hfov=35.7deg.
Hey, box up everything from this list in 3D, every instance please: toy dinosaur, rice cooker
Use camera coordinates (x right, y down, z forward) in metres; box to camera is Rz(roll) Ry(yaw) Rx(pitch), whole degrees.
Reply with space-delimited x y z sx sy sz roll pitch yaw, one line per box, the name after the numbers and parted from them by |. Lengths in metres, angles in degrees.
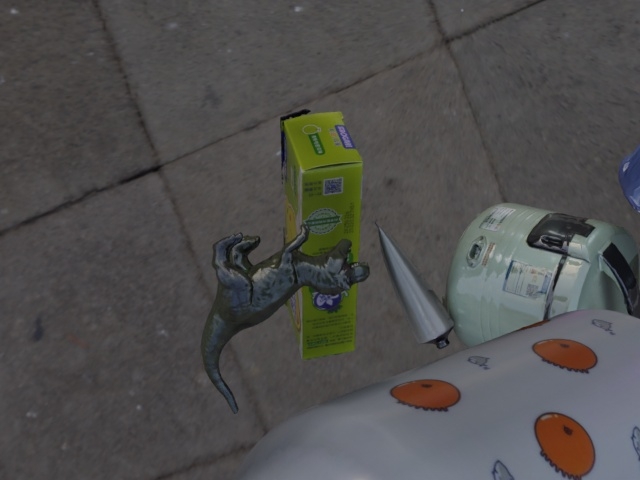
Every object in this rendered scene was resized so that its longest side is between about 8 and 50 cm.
-0.042 0.077 0.984 0.187 0.087 0.179 -13 87 14 | toy dinosaur
0.304 0.063 1.307 0.244 0.226 0.226 17 108 41 | rice cooker

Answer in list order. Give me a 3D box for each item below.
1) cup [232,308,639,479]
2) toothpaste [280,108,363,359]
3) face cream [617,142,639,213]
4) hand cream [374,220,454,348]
0.102 0.177 0.638 0.212 0.317 0.212 13 108 46 | cup
0.000 0.000 1.249 0.077 0.110 0.327 -10 132 -11 | toothpaste
0.524 -0.085 1.216 0.249 0.249 0.225 35 116 -1 | face cream
0.116 0.057 1.296 0.054 0.087 0.186 -28 87 3 | hand cream
